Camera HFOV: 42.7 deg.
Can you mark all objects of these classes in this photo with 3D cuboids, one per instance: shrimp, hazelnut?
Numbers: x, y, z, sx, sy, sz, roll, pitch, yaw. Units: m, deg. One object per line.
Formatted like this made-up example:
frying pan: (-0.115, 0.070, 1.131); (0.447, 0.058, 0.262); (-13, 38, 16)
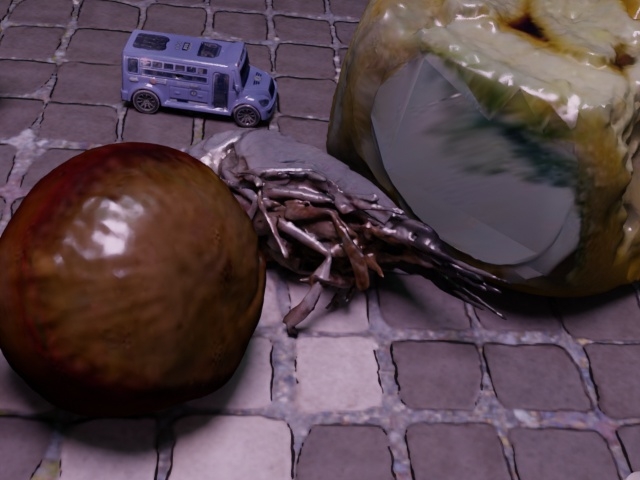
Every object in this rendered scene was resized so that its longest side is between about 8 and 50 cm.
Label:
shrimp: (0.003, -0.007, 0.695); (0.343, 0.117, 0.145); (25, 43, 28)
hazelnut: (-0.148, 0.027, 0.591); (0.208, 0.208, 0.208); (5, 41, -4)

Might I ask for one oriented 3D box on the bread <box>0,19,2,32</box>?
bread: (-0.448, -0.196, 0.816); (0.260, 0.147, 0.160); (32, 37, 20)

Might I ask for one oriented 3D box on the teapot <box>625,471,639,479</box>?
teapot: (0.342, 0.204, 0.500); (0.298, 0.139, 0.204); (34, 45, 29)

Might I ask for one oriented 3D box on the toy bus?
toy bus: (-0.130, -0.180, 0.897); (0.167, 0.076, 0.073); (7, 41, -1)

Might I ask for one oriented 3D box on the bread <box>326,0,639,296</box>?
bread: (0.149, -0.125, 0.760); (0.395, 0.239, 0.264); (28, 44, 24)
